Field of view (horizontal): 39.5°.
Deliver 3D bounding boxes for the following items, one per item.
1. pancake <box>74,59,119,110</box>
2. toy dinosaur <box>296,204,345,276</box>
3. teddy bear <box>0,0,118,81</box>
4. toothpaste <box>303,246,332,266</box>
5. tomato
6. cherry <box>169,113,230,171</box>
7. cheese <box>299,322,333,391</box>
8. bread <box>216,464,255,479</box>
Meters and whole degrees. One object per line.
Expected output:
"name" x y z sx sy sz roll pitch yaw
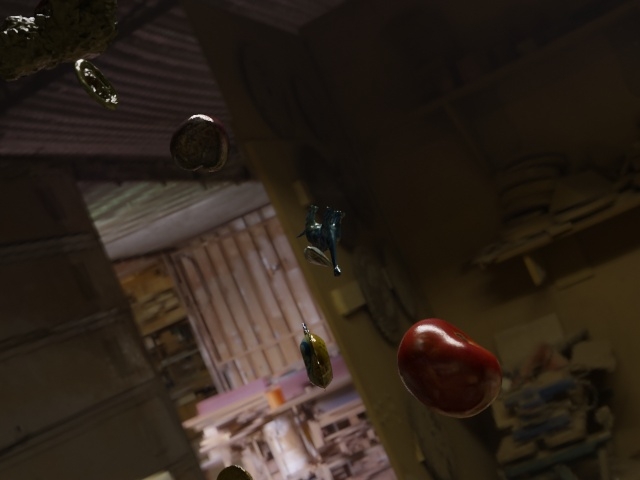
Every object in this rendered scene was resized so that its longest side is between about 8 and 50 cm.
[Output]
"pancake" -0.390 -0.271 1.557 0.017 0.108 0.108 -34 -6 19
"toy dinosaur" 0.012 -0.025 2.203 0.076 0.144 0.329 11 13 -24
"teddy bear" -0.706 -0.551 2.307 0.367 0.224 0.357 -26 -9 -33
"toothpaste" -0.012 0.033 2.014 0.037 0.067 0.255 -52 4 -3
"tomato" 0.224 0.228 1.570 0.136 0.195 0.195 -58 -8 7
"cherry" -0.337 -0.271 2.483 0.176 0.176 0.140 -24 33 -1
"cheese" -0.016 0.312 2.426 0.069 0.177 0.270 -16 19 -4
"bread" -0.174 0.539 1.806 0.065 0.149 0.188 6 -34 -45
